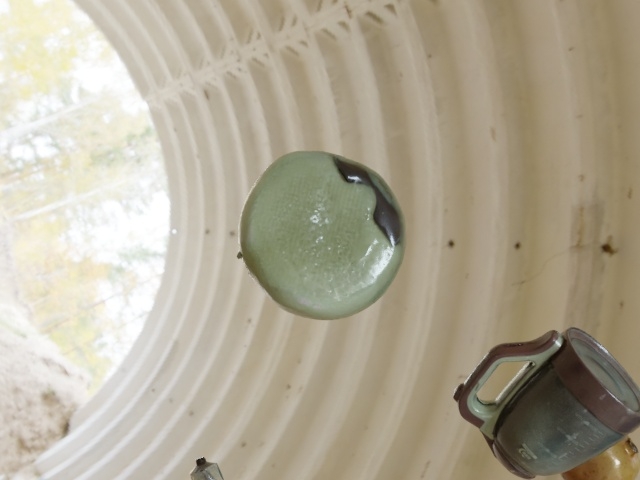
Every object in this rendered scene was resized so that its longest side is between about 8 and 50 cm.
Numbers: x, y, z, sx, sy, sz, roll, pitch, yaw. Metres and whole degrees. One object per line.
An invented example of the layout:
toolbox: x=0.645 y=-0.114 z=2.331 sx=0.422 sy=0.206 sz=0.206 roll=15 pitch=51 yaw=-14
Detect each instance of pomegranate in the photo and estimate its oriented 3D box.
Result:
pomegranate: x=0.641 y=0.504 z=1.743 sx=0.191 sy=0.191 sz=0.191 roll=42 pitch=-31 yaw=34

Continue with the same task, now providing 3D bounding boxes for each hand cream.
hand cream: x=-0.161 y=0.490 z=1.292 sx=0.248 sy=0.075 sz=0.052 roll=66 pitch=17 yaw=4

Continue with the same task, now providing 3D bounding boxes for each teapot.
teapot: x=0.456 y=0.341 z=1.562 sx=0.315 sy=0.233 sz=0.312 roll=40 pitch=-69 yaw=-5

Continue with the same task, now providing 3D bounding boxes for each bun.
bun: x=0.000 y=0.000 z=1.247 sx=0.283 sy=0.283 sz=0.179 roll=57 pitch=-12 yaw=9
